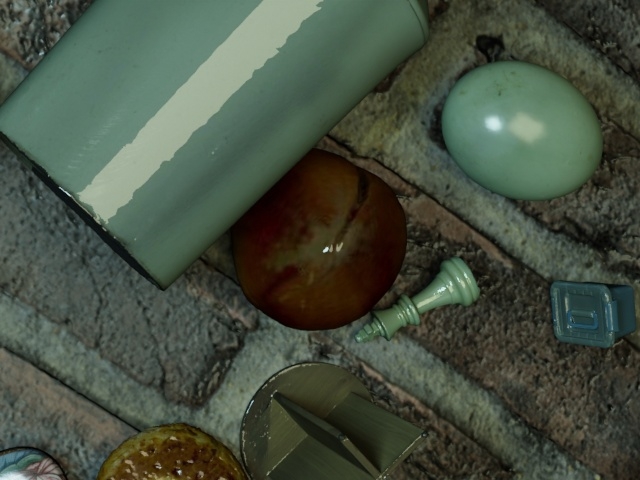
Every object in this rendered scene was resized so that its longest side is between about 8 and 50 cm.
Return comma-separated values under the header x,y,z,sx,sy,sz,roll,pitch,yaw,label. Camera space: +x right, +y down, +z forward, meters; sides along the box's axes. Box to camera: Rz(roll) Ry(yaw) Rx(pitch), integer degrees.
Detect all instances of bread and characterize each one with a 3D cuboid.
x,y,z,sx,sy,sz,roll,pitch,yaw,label
-0.155,0.288,1.746,0.193,0.064,0.193,7,70,-21,bread

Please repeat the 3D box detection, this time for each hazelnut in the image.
x,y,z,sx,sy,sz,roll,pitch,yaw,label
0.000,0.000,1.719,0.208,0.208,0.208,-2,96,-20,hazelnut

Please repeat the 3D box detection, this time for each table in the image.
x,y,z,sx,sy,sz,roll,pitch,yaw,label
0.025,0.228,1.738,0.167,0.227,0.167,-2,96,-19,table

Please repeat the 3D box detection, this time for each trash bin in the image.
x,y,z,sx,sy,sz,roll,pitch,yaw,label
-0.096,-0.186,1.632,0.432,0.280,0.280,-47,108,-6,trash bin

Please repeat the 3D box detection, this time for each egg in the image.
x,y,z,sx,sy,sz,roll,pitch,yaw,label
0.224,-0.120,1.815,0.192,0.149,0.149,24,87,-20,egg

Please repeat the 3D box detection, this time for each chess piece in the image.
x,y,z,sx,sy,sz,roll,pitch,yaw,label
0.103,0.076,1.847,0.149,0.059,0.059,-29,104,-8,chess piece

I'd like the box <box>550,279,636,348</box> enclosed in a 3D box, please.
x,y,z,sx,sy,sz,roll,pitch,yaw,label
0.319,0.081,1.901,0.054,0.099,0.074,-9,98,-34,box

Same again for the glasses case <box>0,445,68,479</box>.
x,y,z,sx,sy,sz,roll,pitch,yaw,label
-0.278,0.369,1.707,0.122,0.082,0.321,-23,96,-2,glasses case
